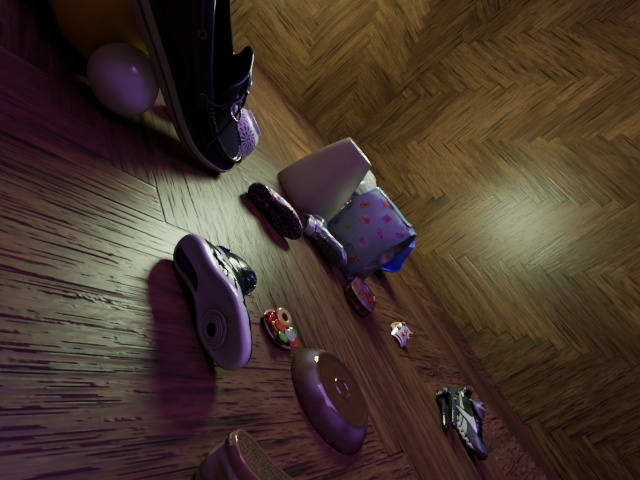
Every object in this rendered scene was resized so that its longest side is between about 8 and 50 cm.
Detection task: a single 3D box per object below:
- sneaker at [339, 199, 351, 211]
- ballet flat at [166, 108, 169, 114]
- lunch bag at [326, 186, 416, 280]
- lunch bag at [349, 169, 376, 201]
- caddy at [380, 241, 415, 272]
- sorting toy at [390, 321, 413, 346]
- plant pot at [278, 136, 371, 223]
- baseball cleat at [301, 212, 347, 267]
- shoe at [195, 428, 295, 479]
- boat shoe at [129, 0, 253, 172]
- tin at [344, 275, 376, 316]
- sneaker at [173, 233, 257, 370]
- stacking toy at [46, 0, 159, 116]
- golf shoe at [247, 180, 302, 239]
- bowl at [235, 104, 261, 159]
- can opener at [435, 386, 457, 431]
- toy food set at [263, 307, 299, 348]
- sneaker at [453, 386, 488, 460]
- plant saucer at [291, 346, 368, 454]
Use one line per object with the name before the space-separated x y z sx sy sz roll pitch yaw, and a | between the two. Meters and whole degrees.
sneaker | 0.099 -0.064 1.592 0.299 0.120 0.112 57 -14 20
ballet flat | -0.307 -0.336 1.034 0.077 0.077 0.231 50 15 -3
lunch bag | 0.161 -0.022 1.343 0.223 0.262 0.160 58 16 25
lunch bag | 0.152 -0.320 2.103 0.305 0.212 0.256 42 17 -32
caddy | 0.253 -0.007 1.766 0.241 0.179 0.341 15 34 -30
sorting toy | 0.264 0.314 1.325 0.083 0.045 0.075 54 34 6
plant pot | 0.035 -0.231 1.431 0.256 0.274 0.256 47 15 -17
baseball cleat | 0.000 0.000 1.226 0.109 0.072 0.206 11 37 -48
shoe | -0.044 0.293 0.423 0.219 0.058 0.076 53 -6 -11
boat shoe | -0.208 -0.311 0.781 0.500 0.156 0.187 90 3 -58
tin | 0.122 0.169 1.227 0.106 0.040 0.189 57 15 2
sneaker | -0.125 0.085 0.592 0.121 0.079 0.217 25 29 -57
stacking toy | -0.383 -0.447 0.769 0.350 0.350 0.480 17 54 -65
golf shoe | -0.109 -0.083 1.058 0.186 0.067 0.086 50 13 -7
bowl | -0.221 -0.322 1.142 0.170 0.080 0.170 155 -90 -86
can opener | 0.383 0.499 1.192 0.073 0.059 0.186 53 14 1
toy food set | -0.069 0.156 0.713 0.083 0.020 0.083 59 16 23
sneaker | 0.468 0.549 1.239 0.078 0.106 0.234 43 17 -27
plant saucer | 0.027 0.269 0.711 0.198 0.036 0.199 48 16 -18
